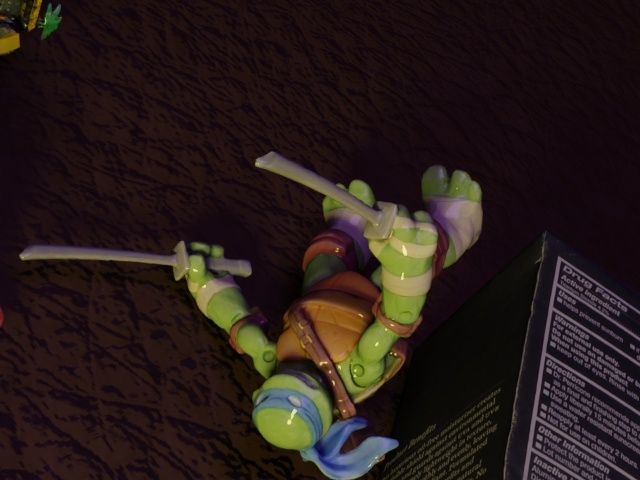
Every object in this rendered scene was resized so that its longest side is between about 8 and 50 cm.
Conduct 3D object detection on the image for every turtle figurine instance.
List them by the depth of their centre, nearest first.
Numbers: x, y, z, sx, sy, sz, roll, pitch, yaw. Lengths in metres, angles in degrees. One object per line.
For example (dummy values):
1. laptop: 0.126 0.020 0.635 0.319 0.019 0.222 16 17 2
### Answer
1. turtle figurine: 0.000 0.000 0.815 0.275 0.198 0.266 44 35 0

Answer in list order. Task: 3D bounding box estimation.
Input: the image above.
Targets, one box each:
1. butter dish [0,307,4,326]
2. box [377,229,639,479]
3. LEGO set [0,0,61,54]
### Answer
1. butter dish: -0.267 0.002 0.661 0.160 0.118 0.160 45 39 6
2. box: 0.197 0.205 0.782 0.296 0.183 0.294 35 40 -9
3. LEGO set: -0.283 -0.212 0.749 0.331 0.255 0.192 9 31 -42
